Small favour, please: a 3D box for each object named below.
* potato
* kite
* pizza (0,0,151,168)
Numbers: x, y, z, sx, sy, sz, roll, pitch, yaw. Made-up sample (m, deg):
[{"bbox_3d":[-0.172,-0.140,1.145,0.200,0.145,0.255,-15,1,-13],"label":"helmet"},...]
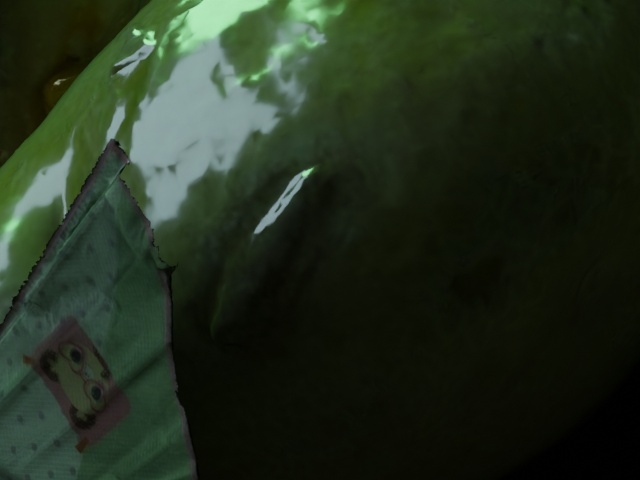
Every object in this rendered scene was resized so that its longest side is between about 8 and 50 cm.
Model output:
[{"bbox_3d":[0.000,0.000,0.442,0.235,0.178,0.160,-34,54,-5],"label":"potato"},{"bbox_3d":[-0.023,0.093,0.349,0.250,0.229,0.012,1,13,36],"label":"kite"},{"bbox_3d":[-0.059,-0.118,0.878,0.392,0.080,0.435,-61,-15,-48],"label":"pizza"}]
